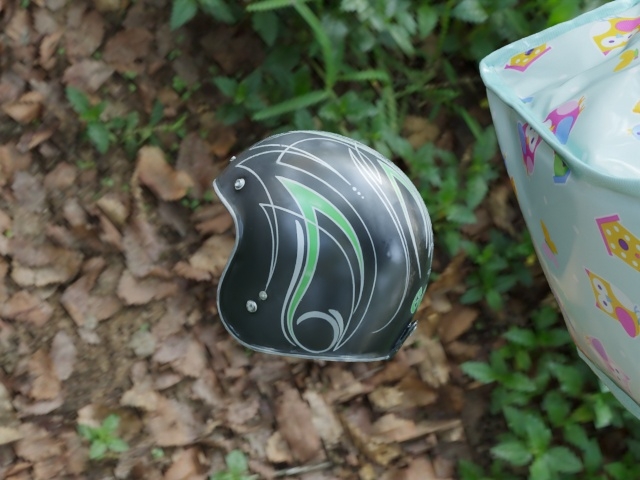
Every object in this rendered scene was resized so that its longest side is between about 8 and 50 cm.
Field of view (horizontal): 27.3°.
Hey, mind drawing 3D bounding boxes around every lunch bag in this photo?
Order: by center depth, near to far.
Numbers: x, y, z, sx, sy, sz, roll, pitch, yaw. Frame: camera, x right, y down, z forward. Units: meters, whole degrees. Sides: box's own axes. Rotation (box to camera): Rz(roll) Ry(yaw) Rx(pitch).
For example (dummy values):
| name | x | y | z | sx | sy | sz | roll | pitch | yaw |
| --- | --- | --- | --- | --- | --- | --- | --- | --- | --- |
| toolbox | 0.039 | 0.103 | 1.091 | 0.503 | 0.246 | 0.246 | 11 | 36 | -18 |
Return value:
| name | x | y | z | sx | sy | sz | roll | pitch | yaw |
| --- | --- | --- | --- | --- | --- | --- | --- | --- | --- |
| lunch bag | 0.208 | 0.004 | 0.677 | 0.160 | 0.262 | 0.223 | -26 | 115 | -1 |

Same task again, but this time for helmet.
| name | x | y | z | sx | sy | sz | roll | pitch | yaw |
| --- | --- | --- | --- | --- | --- | --- | --- | --- | --- |
| helmet | 0.000 | 0.000 | 0.982 | 0.169 | 0.169 | 0.162 | 4 | 96 | -31 |
